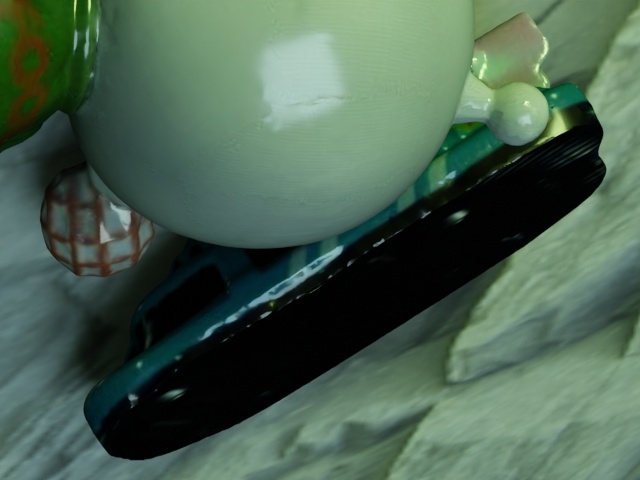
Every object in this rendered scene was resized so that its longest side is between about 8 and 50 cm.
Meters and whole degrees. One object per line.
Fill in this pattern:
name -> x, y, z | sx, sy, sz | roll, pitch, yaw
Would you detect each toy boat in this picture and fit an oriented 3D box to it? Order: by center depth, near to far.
toy boat -> 0.000, 0.000, 0.784 | 0.299, 0.092, 0.134 | -31, 162, 0

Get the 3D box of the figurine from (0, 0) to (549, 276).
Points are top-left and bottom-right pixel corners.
figurine -> -0.090, -0.084, 0.617 | 0.370, 0.167, 0.281 | 0, 129, -23
